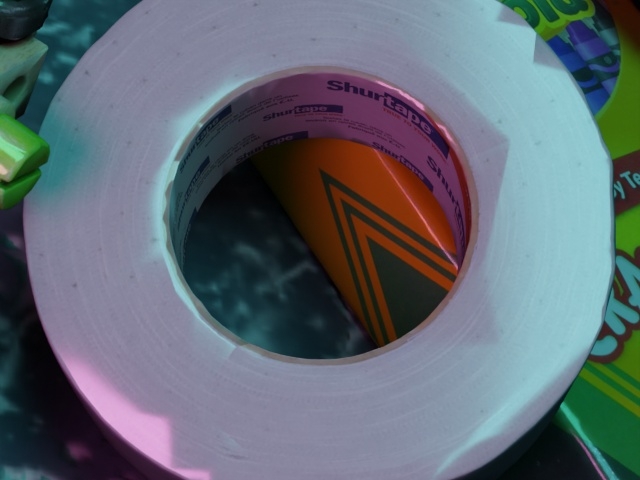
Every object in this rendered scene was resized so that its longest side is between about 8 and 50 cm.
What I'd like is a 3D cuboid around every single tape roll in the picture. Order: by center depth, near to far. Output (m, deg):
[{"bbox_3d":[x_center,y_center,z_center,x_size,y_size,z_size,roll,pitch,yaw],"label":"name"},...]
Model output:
[{"bbox_3d":[0.000,0.000,0.674,0.219,0.072,0.219,0,72,1],"label":"tape roll"}]

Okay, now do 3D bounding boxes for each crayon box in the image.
[{"bbox_3d":[0.098,-0.017,0.803,0.202,0.081,0.318,-23,71,-38],"label":"crayon box"}]

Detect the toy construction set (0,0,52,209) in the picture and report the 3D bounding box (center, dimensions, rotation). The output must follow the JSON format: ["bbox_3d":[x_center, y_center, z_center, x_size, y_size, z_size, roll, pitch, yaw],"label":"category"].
[{"bbox_3d":[-0.220,-0.063,0.605,0.328,0.151,0.215,46,36,0],"label":"toy construction set"}]
